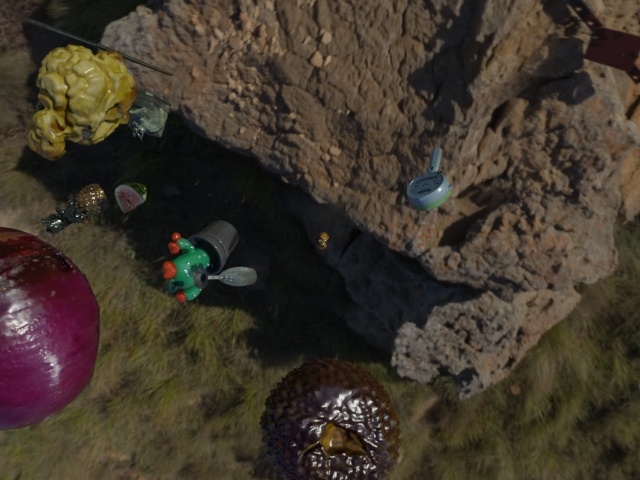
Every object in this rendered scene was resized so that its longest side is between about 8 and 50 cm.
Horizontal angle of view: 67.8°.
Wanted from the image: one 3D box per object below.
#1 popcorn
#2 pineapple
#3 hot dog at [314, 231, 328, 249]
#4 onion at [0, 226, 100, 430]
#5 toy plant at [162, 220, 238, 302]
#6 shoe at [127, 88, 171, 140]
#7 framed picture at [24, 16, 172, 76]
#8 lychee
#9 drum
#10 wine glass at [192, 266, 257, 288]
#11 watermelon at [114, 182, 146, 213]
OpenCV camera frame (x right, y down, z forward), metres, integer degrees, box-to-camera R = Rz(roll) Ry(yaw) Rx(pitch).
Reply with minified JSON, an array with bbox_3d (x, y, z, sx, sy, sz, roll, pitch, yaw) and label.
[{"bbox_3d":[-0.634,-0.359,1.250,0.225,0.265,0.332,38,85,-12],"label":"popcorn"},{"bbox_3d":[-0.876,-0.106,1.702,0.111,0.237,0.119,48,163,23],"label":"pineapple"},{"bbox_3d":[0.000,0.000,1.271,0.037,0.122,0.049,15,89,-5],"label":"hot dog"},{"bbox_3d":[-0.569,0.166,0.763,0.348,0.385,0.347,15,118,30],"label":"onion"},{"bbox_3d":[-0.481,0.079,1.891,0.185,0.400,0.279,27,125,5],"label":"toy plant"},{"bbox_3d":[-0.572,-0.394,1.510,0.109,0.293,0.149,13,98,8],"label":"shoe"},{"bbox_3d":[-0.652,-0.580,1.446,0.265,0.347,0.016,23,102,13],"label":"framed picture"},{"bbox_3d":[0.016,0.350,0.903,0.268,0.267,0.267,4,119,7],"label":"lychee"},{"bbox_3d":[0.322,-0.181,1.306,0.130,0.253,0.049,-1,135,45],"label":"drum"},{"bbox_3d":[-0.263,0.104,1.351,0.066,0.198,0.066,-2,87,37],"label":"wine glass"},{"bbox_3d":[-0.611,-0.155,1.558,0.163,0.069,0.086,-15,111,43],"label":"watermelon"}]
